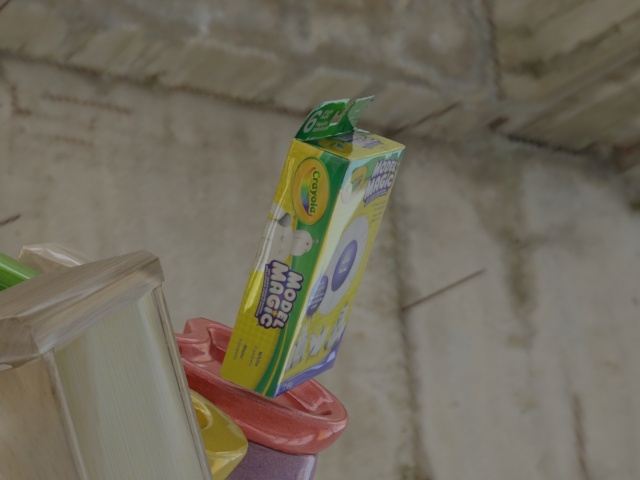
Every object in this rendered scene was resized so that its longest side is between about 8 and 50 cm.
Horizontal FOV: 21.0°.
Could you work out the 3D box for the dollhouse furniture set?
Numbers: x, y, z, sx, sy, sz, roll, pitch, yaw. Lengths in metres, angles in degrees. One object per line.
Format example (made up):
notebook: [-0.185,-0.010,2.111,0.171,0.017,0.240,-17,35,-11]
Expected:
dollhouse furniture set: [-0.246,0.181,0.769,0.362,0.394,0.256,-34,-70,-76]

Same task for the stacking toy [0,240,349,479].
stacking toy: [-0.148,0.112,1.085,0.279,0.130,0.309,29,-171,22]

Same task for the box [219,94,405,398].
box: [0.000,0.000,1.056,0.043,0.179,0.105,20,-165,18]
